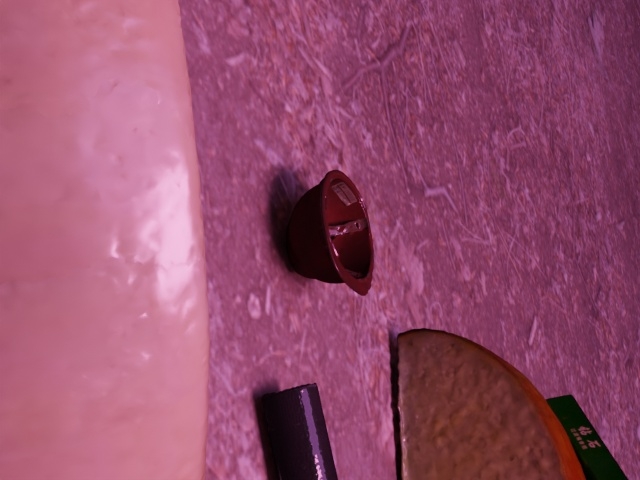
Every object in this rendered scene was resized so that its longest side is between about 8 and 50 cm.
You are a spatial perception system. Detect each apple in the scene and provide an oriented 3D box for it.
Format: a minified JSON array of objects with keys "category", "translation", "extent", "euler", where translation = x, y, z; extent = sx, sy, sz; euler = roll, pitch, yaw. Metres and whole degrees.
[{"category":"apple","translation":[0.152,0.253,1.120],"extent":[0.179,0.254,0.346],"euler":[5,65,-16]}]

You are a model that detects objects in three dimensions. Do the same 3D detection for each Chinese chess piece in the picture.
[{"category":"Chinese chess piece","translation":[-0.140,-0.021,0.516],"extent":[0.338,0.140,0.338],"euler":[173,-90,-73]}]

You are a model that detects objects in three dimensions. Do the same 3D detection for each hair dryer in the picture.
[{"category":"hair dryer","translation":[0.025,0.195,1.003],"extent":[0.195,0.050,0.173],"euler":[1,77,-66]}]

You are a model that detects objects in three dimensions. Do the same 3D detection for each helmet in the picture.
[{"category":"helmet","translation":[0.000,0.000,1.029],"extent":[0.089,0.057,0.111],"euler":[51,31,-43]}]

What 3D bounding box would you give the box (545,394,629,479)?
[{"category":"box","translation":[0.243,0.280,1.211],"extent":[0.132,0.034,0.235],"euler":[-116,-158,-56]}]
